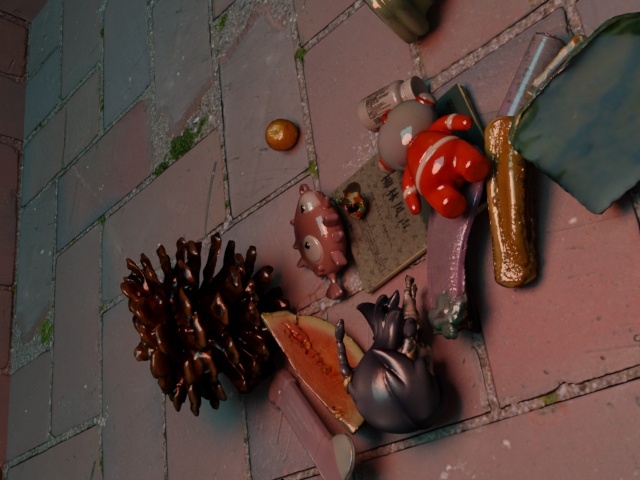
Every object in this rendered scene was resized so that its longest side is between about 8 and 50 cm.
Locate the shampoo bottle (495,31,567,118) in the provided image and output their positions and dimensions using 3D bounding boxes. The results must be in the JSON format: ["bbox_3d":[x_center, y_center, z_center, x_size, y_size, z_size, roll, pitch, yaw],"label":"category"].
[{"bbox_3d":[0.361,-0.253,1.330,0.072,0.072,0.214,32,102,48],"label":"shampoo bottle"}]

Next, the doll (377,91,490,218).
[{"bbox_3d":[0.189,-0.167,1.395,0.200,0.105,0.336,-62,33,19],"label":"doll"}]

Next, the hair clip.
[{"bbox_3d":[0.240,0.000,1.349,0.095,0.110,0.359,1,78,3],"label":"hair clip"}]

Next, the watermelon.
[{"bbox_3d":[0.024,0.247,1.493,0.128,0.159,0.303,-38,62,-5],"label":"watermelon"}]

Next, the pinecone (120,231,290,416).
[{"bbox_3d":[-0.251,0.162,1.670,0.397,0.397,0.398,-18,64,43],"label":"pinecone"}]

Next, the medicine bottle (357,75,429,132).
[{"bbox_3d":[0.151,-0.282,1.560,0.140,0.079,0.079,-22,62,41],"label":"medicine bottle"}]

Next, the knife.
[{"bbox_3d":[-0.024,0.367,1.520,0.398,0.038,0.132,39,110,59],"label":"knife"}]

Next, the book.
[{"bbox_3d":[0.184,-0.098,1.499,0.379,0.031,0.264,-41,52,32],"label":"book"}]

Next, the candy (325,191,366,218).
[{"bbox_3d":[0.038,-0.084,1.605,0.184,0.049,0.056,21,111,57],"label":"candy"}]

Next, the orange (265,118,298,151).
[{"bbox_3d":[-0.094,-0.254,1.829,0.083,0.070,0.083,-8,73,30],"label":"orange"}]

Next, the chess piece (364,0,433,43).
[{"bbox_3d":[0.222,-0.564,1.514,0.299,0.194,0.195,-43,48,18],"label":"chess piece"}]

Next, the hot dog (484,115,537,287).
[{"bbox_3d":[0.324,-0.065,1.279,0.083,0.068,0.289,-5,88,51],"label":"hot dog"}]

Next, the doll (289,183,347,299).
[{"bbox_3d":[0.000,0.000,1.608,0.211,0.093,0.262,-30,71,63],"label":"doll"}]

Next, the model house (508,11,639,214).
[{"bbox_3d":[0.424,-0.233,1.170,0.261,0.226,0.241,-47,18,25],"label":"model house"}]

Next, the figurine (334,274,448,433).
[{"bbox_3d":[0.132,0.212,1.356,0.197,0.175,0.265,-38,45,22],"label":"figurine"}]

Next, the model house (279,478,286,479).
[{"bbox_3d":[0.011,0.612,1.374,0.291,0.185,0.253,10,47,19],"label":"model house"}]
